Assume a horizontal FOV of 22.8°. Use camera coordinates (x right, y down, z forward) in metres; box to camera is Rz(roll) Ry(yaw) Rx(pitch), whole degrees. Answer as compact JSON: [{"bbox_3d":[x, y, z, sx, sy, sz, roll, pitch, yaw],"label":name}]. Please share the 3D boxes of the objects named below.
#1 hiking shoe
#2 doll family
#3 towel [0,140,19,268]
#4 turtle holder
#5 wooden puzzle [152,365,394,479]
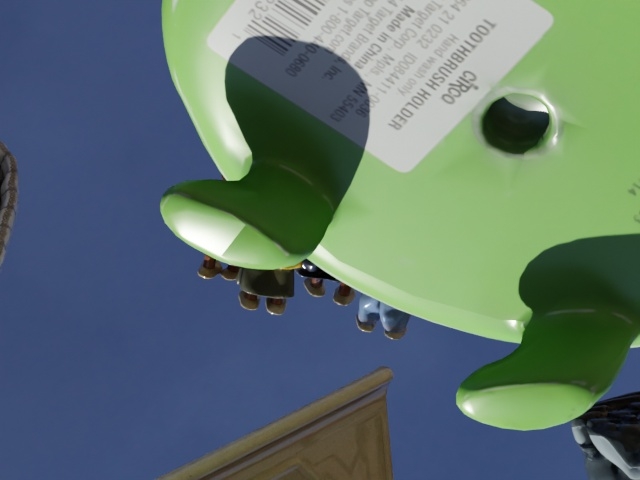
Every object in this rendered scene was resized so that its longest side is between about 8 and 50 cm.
[{"bbox_3d":[0.319,0.221,1.312,0.113,0.304,0.132,-16,-75,-14],"label":"hiking shoe"},{"bbox_3d":[0.000,0.000,1.116,0.193,0.111,0.076,10,-150,-7],"label":"doll family"},{"bbox_3d":[-0.324,0.080,1.206,0.121,0.235,0.283,17,-125,-10],"label":"towel"},{"bbox_3d":[0.112,-0.088,0.587,0.320,0.243,0.227,9,-137,6],"label":"turtle holder"},{"bbox_3d":[-0.029,0.212,0.947,0.221,0.044,0.238,-21,-65,-46],"label":"wooden puzzle"}]
